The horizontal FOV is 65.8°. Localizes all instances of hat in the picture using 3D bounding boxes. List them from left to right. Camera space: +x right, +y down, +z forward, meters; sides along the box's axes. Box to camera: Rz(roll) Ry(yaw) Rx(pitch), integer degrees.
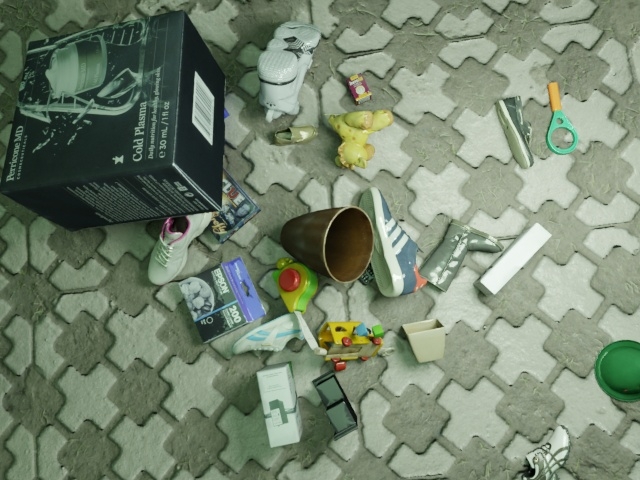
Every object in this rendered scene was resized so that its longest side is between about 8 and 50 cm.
[{"bbox_3d":[0.894,0.360,1.347,0.209,0.183,0.172,-19,81,1],"label":"hat"}]

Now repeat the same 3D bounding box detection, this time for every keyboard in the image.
[{"bbox_3d":[0.117,0.040,1.526,0.108,0.023,0.180,-41,82,-3],"label":"keyboard"}]

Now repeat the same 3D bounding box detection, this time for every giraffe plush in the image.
[{"bbox_3d":[0.113,-0.306,1.517,0.211,0.181,0.170,-6,103,-7],"label":"giraffe plush"}]

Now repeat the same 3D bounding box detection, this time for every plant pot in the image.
[{"bbox_3d":[0.000,0.000,1.439,0.231,0.215,0.215,9,81,43],"label":"plant pot"},{"bbox_3d":[0.307,0.295,1.441,0.109,0.109,0.096,-12,94,2],"label":"plant pot"}]

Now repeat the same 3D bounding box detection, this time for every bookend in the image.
[{"bbox_3d":[0.037,0.463,1.405,0.072,0.157,0.156,-29,82,-1],"label":"bookend"}]

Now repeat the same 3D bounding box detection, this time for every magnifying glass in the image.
[{"bbox_3d":[0.742,-0.380,1.541,0.092,0.026,0.230,-6,81,3],"label":"magnifying glass"}]

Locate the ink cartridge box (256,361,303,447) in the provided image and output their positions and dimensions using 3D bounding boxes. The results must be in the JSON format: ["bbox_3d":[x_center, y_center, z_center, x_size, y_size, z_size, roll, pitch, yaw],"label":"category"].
[{"bbox_3d":[-0.113,0.465,1.418,0.087,0.153,0.208,-11,83,1],"label":"ink cartridge box"}]

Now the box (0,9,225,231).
[{"bbox_3d":[-0.539,-0.314,1.369,0.472,0.297,0.479,-8,69,11],"label":"box"}]

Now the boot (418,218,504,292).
[{"bbox_3d":[0.416,0.061,1.477,0.190,0.076,0.208,26,77,21],"label":"boot"}]

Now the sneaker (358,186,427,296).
[{"bbox_3d":[0.219,0.000,1.483,0.148,0.131,0.349,-3,68,-23],"label":"sneaker"}]

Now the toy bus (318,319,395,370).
[{"bbox_3d":[0.095,0.286,1.449,0.191,0.202,0.104,-26,51,7],"label":"toy bus"}]

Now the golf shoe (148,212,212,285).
[{"bbox_3d":[-0.452,0.005,1.494,0.115,0.140,0.306,32,100,9],"label":"golf shoe"}]

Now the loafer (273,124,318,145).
[{"bbox_3d":[-0.081,-0.335,1.577,0.148,0.050,0.056,-14,82,2],"label":"loafer"}]

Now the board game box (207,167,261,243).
[{"bbox_3d":[-0.330,-0.134,1.570,0.165,0.042,0.243,-42,82,-2],"label":"board game box"}]

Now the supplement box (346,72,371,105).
[{"bbox_3d":[0.123,-0.485,1.587,0.055,0.043,0.083,-25,81,2],"label":"supplement box"}]

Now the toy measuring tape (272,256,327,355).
[{"bbox_3d":[-0.039,0.171,1.443,0.121,0.121,0.330,-31,60,-1],"label":"toy measuring tape"}]

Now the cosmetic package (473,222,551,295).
[{"bbox_3d":[0.560,0.057,1.456,0.060,0.099,0.239,45,86,8],"label":"cosmetic package"}]

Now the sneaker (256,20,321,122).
[{"bbox_3d":[-0.104,-0.537,1.569,0.138,0.210,0.365,19,49,6],"label":"sneaker"}]

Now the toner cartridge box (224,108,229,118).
[{"bbox_3d":[-0.487,-0.388,1.599,0.348,0.075,0.165,-32,80,-1],"label":"toner cartridge box"}]

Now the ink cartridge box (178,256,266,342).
[{"bbox_3d":[-0.303,0.181,1.524,0.208,0.045,0.206,-26,81,-1],"label":"ink cartridge box"}]

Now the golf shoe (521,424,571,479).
[{"bbox_3d":[0.632,0.605,1.386,0.094,0.077,0.198,22,83,7],"label":"golf shoe"}]

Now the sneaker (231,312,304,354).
[{"bbox_3d":[-0.156,0.295,1.478,0.229,0.087,0.092,-25,82,2],"label":"sneaker"}]

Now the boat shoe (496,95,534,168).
[{"bbox_3d":[0.613,-0.333,1.514,0.079,0.084,0.232,-15,78,2],"label":"boat shoe"}]
